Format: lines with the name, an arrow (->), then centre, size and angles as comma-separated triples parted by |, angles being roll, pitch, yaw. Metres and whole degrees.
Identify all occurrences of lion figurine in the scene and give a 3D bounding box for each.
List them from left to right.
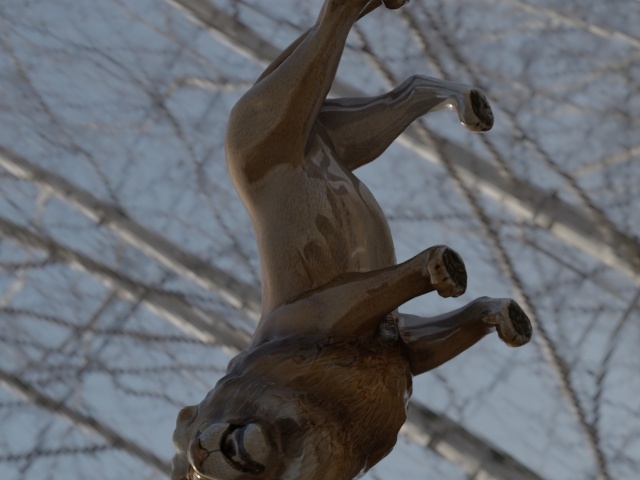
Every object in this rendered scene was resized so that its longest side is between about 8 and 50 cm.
lion figurine -> 0.000, 0.000, 1.337 | 0.240, 0.392, 0.142 | -25, -39, 31
